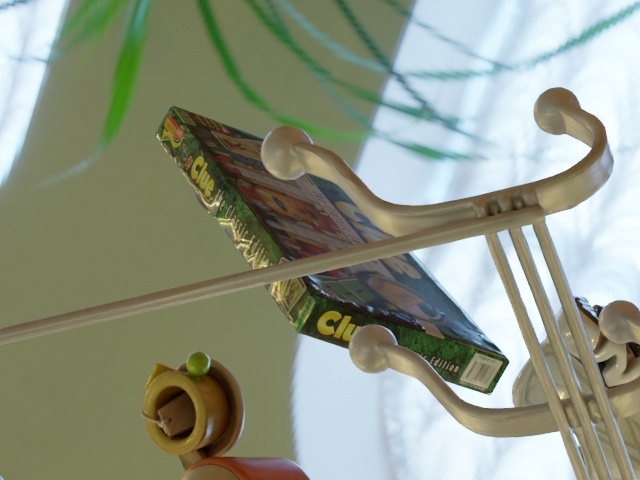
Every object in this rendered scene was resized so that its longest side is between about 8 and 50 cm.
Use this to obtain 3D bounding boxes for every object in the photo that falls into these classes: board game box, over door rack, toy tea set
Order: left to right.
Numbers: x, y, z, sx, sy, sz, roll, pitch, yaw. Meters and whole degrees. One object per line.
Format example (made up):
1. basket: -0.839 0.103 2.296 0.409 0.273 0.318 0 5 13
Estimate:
1. toy tea set: -0.139 0.265 1.429 0.200 0.336 0.124 38 -156 30
2. over door rack: -0.014 0.086 0.731 0.324 0.240 0.108 -20 -147 6
3. board game box: 0.000 0.000 1.045 0.136 0.030 0.260 22 -164 -32

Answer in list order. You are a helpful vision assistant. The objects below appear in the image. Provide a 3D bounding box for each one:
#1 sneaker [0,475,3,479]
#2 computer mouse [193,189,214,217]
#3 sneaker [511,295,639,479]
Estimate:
1. sneaker: -0.259 0.355 1.653 0.341 0.125 0.139 53 -155 6
2. computer mouse: -0.071 -0.031 1.596 0.041 0.071 0.242 23 -164 -35
3. sneaker: 0.288 0.172 1.469 0.292 0.118 0.110 38 -169 -5
